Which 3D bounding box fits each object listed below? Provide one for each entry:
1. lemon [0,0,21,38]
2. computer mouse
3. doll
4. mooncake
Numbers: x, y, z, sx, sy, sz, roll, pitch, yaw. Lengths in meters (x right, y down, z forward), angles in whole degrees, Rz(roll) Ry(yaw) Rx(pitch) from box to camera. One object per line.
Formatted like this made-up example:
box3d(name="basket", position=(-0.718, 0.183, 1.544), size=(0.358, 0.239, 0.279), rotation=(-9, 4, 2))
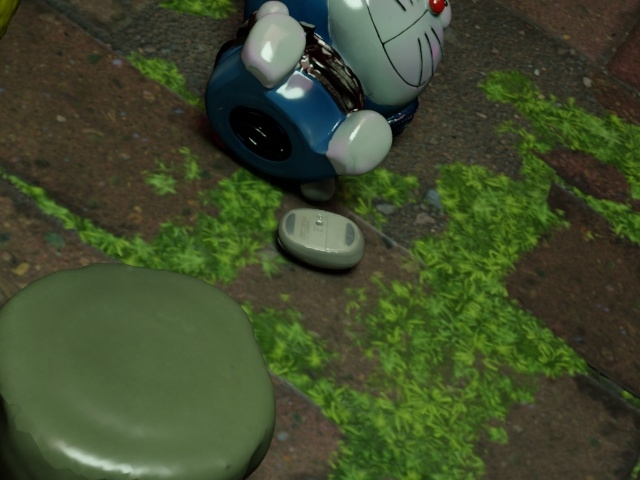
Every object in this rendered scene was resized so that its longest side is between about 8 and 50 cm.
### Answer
box3d(name="lemon", position=(-0.444, -0.290, 1.334), size=(0.336, 0.336, 0.336), rotation=(13, 47, -15))
box3d(name="computer mouse", position=(0.000, 0.002, 1.479), size=(0.096, 0.039, 0.066), rotation=(12, 46, -6))
box3d(name="doll", position=(0.011, -0.216, 1.548), size=(0.310, 0.240, 0.284), rotation=(-55, 126, -32))
box3d(name="mooncake", position=(-0.172, 0.141, 1.207), size=(0.275, 0.135, 0.275), rotation=(14, 43, -14))
